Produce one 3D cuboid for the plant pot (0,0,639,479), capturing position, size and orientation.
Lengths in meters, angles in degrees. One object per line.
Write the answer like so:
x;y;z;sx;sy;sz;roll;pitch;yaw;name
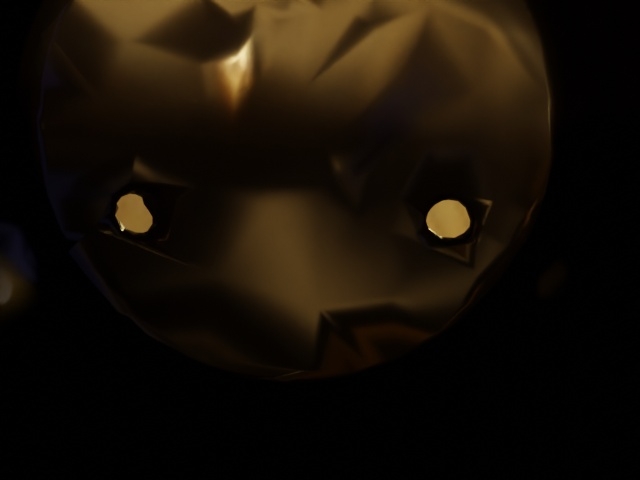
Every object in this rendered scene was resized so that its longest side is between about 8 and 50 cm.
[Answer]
0.000;0.000;0.264;0.230;0.215;0.215;-109;-157;-78;plant pot
